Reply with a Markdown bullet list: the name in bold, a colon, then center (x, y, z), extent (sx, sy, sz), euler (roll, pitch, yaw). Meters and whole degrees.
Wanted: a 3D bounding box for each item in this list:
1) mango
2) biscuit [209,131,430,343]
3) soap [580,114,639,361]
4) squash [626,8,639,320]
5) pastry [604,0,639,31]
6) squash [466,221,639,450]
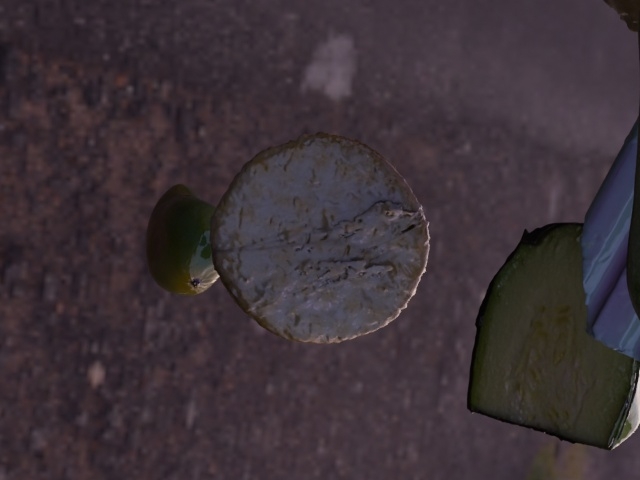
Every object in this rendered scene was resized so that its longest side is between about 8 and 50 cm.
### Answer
- **mango**: center (-0.168, 0.004, 1.997), extent (0.191, 0.085, 0.122), euler (-140, -114, -67)
- **biscuit**: center (0.000, 0.000, 1.568), extent (0.033, 0.219, 0.220), euler (-101, -170, -74)
- **soap**: center (0.269, -0.011, 1.111), extent (0.231, 0.145, 0.091), euler (-62, 158, 0)
- **squash**: center (0.193, -0.052, 0.809), extent (0.077, 0.068, 0.219), euler (-126, -143, -83)
- **pastry**: center (0.308, -0.249, 1.167), extent (0.236, 0.257, 0.121), euler (54, 48, -17)
- **squash**: center (0.228, 0.080, 1.377), extent (0.085, 0.192, 0.184), euler (13, 89, -39)
